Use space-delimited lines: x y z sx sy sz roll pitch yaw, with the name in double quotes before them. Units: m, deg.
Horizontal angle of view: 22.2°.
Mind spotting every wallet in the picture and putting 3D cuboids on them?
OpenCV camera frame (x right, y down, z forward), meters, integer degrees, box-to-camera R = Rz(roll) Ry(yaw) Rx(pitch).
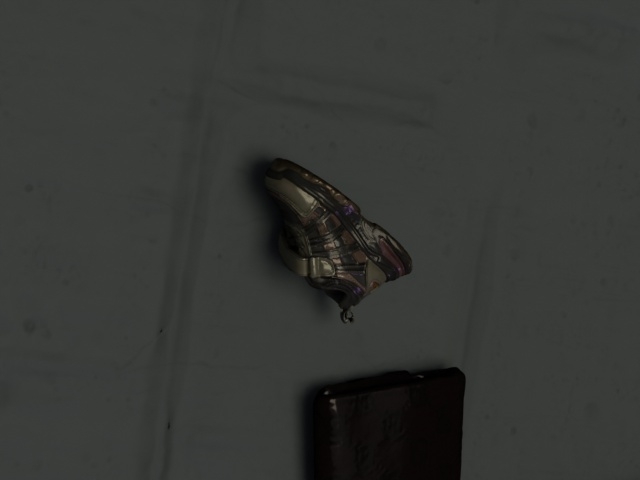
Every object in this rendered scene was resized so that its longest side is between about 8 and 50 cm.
"wallet" 0.069 0.248 1.647 0.182 0.049 0.229 -6 101 -32

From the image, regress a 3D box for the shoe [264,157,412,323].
"shoe" 0.000 0.000 1.554 0.180 0.089 0.092 41 86 -27
